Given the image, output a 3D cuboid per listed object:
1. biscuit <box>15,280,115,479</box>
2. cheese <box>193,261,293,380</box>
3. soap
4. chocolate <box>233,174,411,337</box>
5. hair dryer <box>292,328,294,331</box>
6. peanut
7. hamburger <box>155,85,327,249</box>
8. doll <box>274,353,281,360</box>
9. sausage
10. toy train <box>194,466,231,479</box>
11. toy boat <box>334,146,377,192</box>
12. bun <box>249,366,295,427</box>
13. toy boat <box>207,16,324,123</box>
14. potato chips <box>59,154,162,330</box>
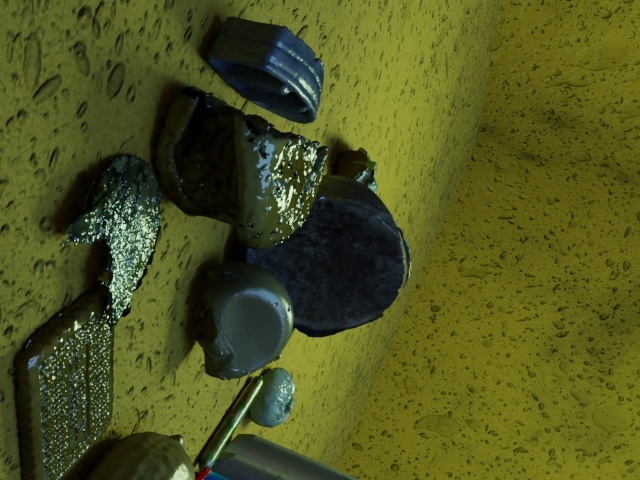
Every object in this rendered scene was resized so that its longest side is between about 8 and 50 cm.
[{"bbox_3d":[-0.310,0.188,1.062,0.172,0.029,0.254,-50,155,-52],"label":"biscuit"},{"bbox_3d":[-0.133,0.121,1.410,0.175,0.091,0.202,-25,127,-16],"label":"cheese"},{"bbox_3d":[-0.106,0.577,1.807,0.159,0.302,0.257,-39,148,-71],"label":"soap"},{"bbox_3d":[0.004,-0.006,1.531,0.213,0.304,0.303,-91,-170,-57],"label":"chocolate"},{"bbox_3d":[-0.055,0.096,1.845,0.194,0.050,0.173,84,28,-51],"label":"hair dryer"},{"bbox_3d":[-0.274,0.387,1.205,0.340,0.159,0.174,-58,140,-50],"label":"peanut"},{"bbox_3d":[-0.105,-0.088,1.158,0.288,0.168,0.192,-4,111,-74],"label":"hamburger"},{"bbox_3d":[-0.097,0.209,1.819,0.093,0.051,0.061,-66,-167,-4],"label":"doll"},{"bbox_3d":[-0.182,0.372,1.758,0.269,0.033,0.032,-56,160,-44],"label":"sausage"},{"bbox_3d":[-0.228,0.541,1.617,0.083,0.131,0.203,-35,143,-66],"label":"toy train"},{"bbox_3d":[0.082,-0.155,1.907,0.293,0.099,0.108,55,56,-81],"label":"toy boat"},{"bbox_3d":[-0.101,0.359,1.937,0.141,0.083,0.140,17,90,-75],"label":"bun"},{"bbox_3d":[-0.063,-0.230,1.211,0.283,0.127,0.078,28,76,-73],"label":"toy boat"},{"bbox_3d":[-0.241,-0.009,1.021,0.220,0.029,0.202,80,26,-63],"label":"potato chips"}]
